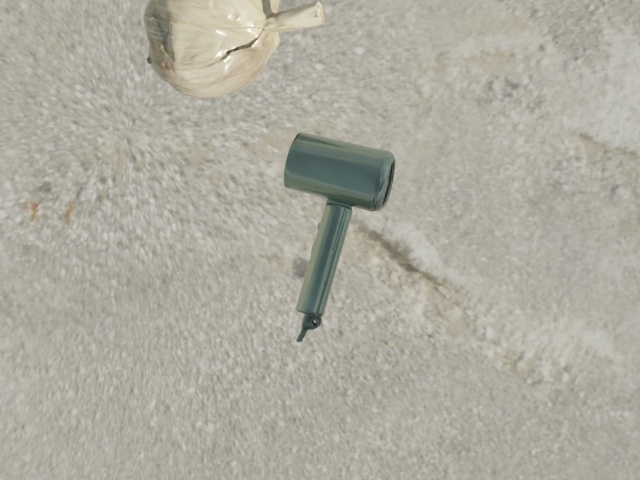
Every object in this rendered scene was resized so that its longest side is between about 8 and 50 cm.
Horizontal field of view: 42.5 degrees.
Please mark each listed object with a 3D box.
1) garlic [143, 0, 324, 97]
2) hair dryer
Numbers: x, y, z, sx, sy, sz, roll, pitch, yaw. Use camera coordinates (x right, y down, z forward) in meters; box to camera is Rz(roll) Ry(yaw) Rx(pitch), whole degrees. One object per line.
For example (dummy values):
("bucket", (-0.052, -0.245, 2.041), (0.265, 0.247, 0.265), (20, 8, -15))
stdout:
("garlic", (-0.097, -0.272, 1.018), (0.212, 0.218, 0.219), (13, 95, 21))
("hair dryer", (0.000, 0.000, 0.496), (0.063, 0.038, 0.124), (15, 86, 12))
